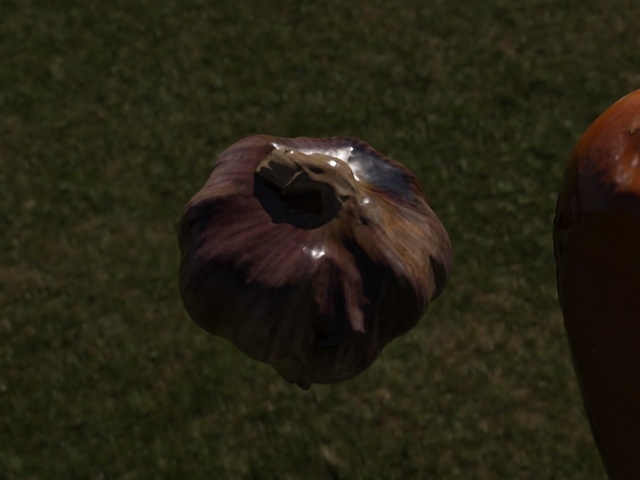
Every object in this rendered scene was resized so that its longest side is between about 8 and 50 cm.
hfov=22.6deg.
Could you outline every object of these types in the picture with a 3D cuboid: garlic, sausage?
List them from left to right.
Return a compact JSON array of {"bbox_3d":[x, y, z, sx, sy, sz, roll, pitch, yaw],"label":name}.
[{"bbox_3d":[0.000,0.000,1.370,0.245,0.160,0.245,9,53,-12],"label":"garlic"},{"bbox_3d":[0.130,0.034,0.564,0.089,0.179,0.089,-16,6,2],"label":"sausage"}]
